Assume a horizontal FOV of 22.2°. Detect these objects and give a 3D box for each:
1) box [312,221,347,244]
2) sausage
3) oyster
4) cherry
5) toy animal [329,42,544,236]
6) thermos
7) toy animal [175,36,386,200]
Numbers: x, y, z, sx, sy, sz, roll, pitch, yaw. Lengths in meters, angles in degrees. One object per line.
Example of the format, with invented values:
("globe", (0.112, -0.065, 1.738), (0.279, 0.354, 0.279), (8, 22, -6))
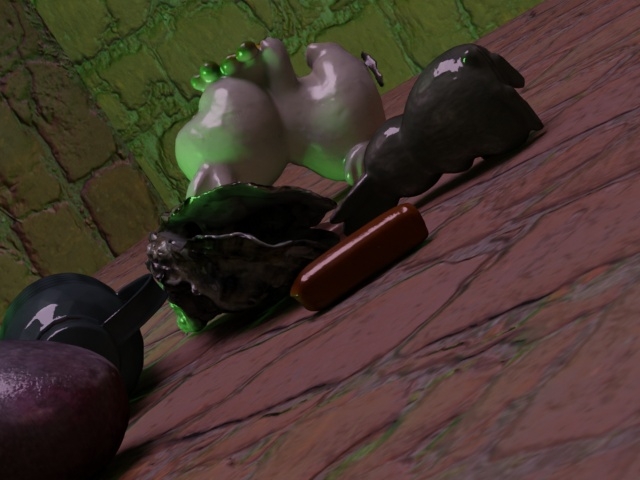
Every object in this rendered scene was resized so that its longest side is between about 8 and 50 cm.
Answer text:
("box", (0.000, 0.000, 1.757), (0.048, 0.025, 0.115), (-33, 6, -11))
("sausage", (0.032, 0.016, 1.404), (0.131, 0.041, 0.039), (-34, 11, -5))
("oyster", (-0.090, 0.017, 1.647), (0.351, 0.162, 0.158), (-40, 27, 61))
("cherry", (-0.237, 0.150, 1.310), (0.176, 0.140, 0.176), (-9, 15, 3))
("toy animal", (0.100, -0.105, 1.629), (0.236, 0.138, 0.108), (-26, 42, 24))
("thermos", (-0.233, 0.101, 1.623), (0.182, 0.145, 0.286), (-40, 9, -9))
("toy animal", (-0.062, -0.125, 2.150), (0.310, 0.247, 0.183), (-19, -15, -17))
